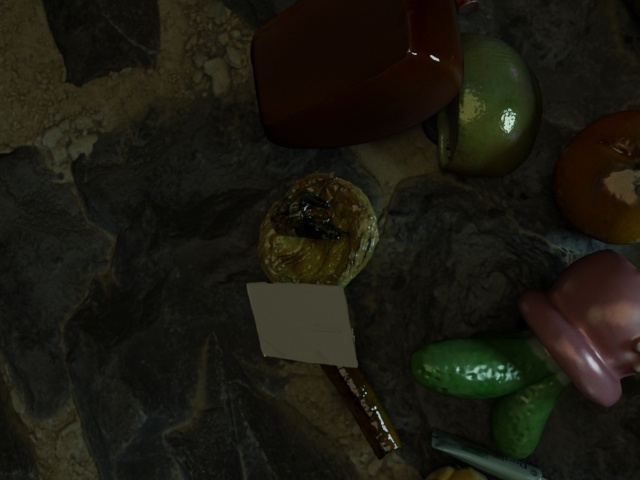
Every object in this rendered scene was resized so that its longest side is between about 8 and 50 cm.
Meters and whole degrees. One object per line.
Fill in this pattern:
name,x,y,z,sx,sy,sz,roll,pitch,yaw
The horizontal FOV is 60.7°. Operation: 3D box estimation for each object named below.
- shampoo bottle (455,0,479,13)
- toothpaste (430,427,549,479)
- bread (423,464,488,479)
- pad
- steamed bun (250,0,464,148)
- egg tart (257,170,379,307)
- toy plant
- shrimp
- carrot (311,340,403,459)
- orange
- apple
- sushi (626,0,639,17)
shampoo bottle,0.247,-0.536,1.025,0.108,0.051,0.221,-16,82,7
toothpaste,0.296,0.384,0.949,0.218,0.064,0.041,21,106,9
bread,0.292,0.496,0.873,0.311,0.121,0.173,31,49,31
pad,-0.037,0.149,0.986,0.232,0.004,0.157,-2,104,38
steamed bun,0.069,-0.297,0.938,0.379,0.248,0.235,-16,77,37
egg tart,0.000,0.000,1.018,0.231,0.098,0.252,11,84,21
toy plant,0.353,0.165,0.860,0.356,0.211,0.317,-36,121,18
shrimp,-0.017,-0.043,0.969,0.161,0.034,0.091,14,82,27
carrot,0.062,0.274,0.999,0.070,0.070,0.260,-32,83,8
orange,0.496,-0.103,0.884,0.224,0.170,0.224,-1,87,10
apple,0.304,-0.248,0.964,0.193,0.120,0.265,-1,88,0
sushi,0.677,-0.487,0.843,0.351,0.240,0.397,-24,85,8
